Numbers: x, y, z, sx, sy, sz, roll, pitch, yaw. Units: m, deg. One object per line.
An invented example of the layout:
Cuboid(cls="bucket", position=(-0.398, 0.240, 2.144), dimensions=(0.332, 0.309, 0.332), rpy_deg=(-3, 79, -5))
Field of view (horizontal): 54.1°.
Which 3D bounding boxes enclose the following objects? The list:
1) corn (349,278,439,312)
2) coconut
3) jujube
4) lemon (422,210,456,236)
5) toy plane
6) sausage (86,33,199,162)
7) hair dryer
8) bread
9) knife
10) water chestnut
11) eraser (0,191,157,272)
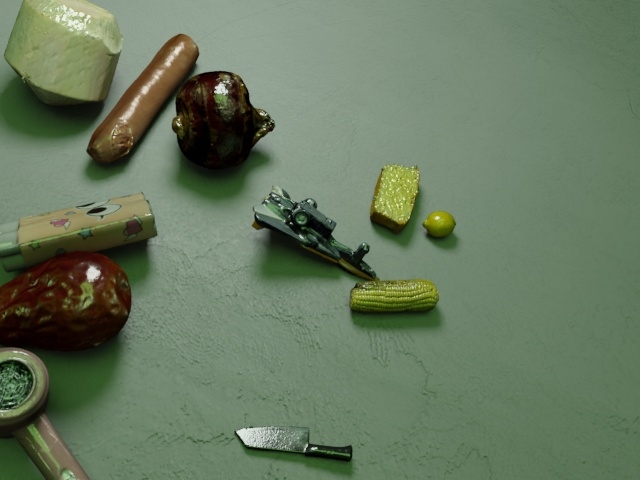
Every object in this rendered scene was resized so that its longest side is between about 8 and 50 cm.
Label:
Cuboid(cls="corn", position=(0.160, 0.121, 1.363), dimensions=(0.203, 0.072, 0.072), rpy_deg=(-1, 61, -12))
Cuboid(cls="coconut", position=(-0.583, -0.423, 1.424), dimensions=(0.239, 0.244, 0.239), rpy_deg=(22, 20, -9))
Cuboid(cls="jujube", position=(-0.486, 0.119, 1.168), dimensions=(0.255, 0.190, 0.190), rpy_deg=(-12, 64, -7))
Cuboid(cls="lemon", position=(0.281, -0.039, 1.483), dimensions=(0.083, 0.062, 0.062), rpy_deg=(1, 61, -7))
Cuboid(cls="toy plane", position=(0.006, -0.010, 1.385), dimensions=(0.316, 0.103, 0.204), rpy_deg=(28, 25, 1))
Cuboid(cls="sausage", position=(-0.413, -0.339, 1.487), dimensions=(0.094, 0.094, 0.419), rpy_deg=(26, 59, -1))
Cuboid(cls="hair dryer", position=(-0.449, 0.345, 1.041), dimensions=(0.125, 0.210, 0.352), rpy_deg=(-37, 88, -32))
Cuboid(cls="bread", position=(0.178, -0.107, 1.500), dimensions=(0.103, 0.065, 0.187), rpy_deg=(15, 60, -1))
Cuboid(cls="knife", position=(-0.051, 0.383, 1.198), dimensions=(0.230, 0.028, 0.060), rpy_deg=(8, 47, -4))
Cuboid(cls="water chestnut", position=(-0.219, -0.278, 1.427), dimensions=(0.238, 0.224, 0.224), rpy_deg=(-6, 62, -12))
Cuboid(cls="eraser", position=(-0.489, -0.022, 1.267), dimensions=(0.290, 0.087, 0.171), rpy_deg=(-15, 22, -20))
